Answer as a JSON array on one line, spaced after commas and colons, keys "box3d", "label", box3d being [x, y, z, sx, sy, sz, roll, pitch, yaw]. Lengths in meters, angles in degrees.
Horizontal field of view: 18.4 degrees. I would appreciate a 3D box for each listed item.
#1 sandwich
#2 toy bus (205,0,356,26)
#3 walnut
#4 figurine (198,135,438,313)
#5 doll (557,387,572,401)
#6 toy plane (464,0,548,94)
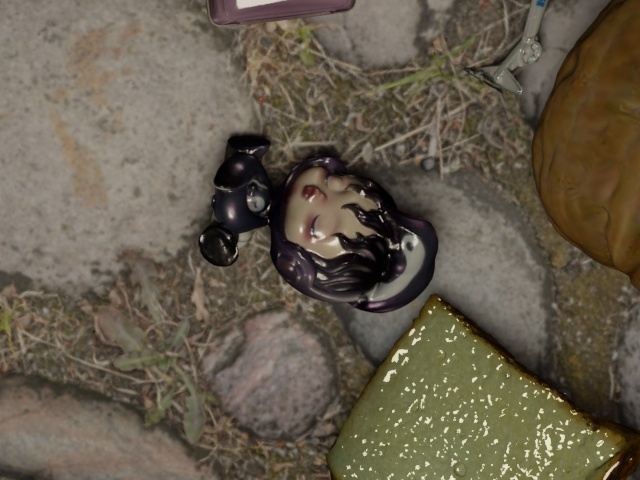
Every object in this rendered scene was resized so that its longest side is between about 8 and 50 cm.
[{"box3d": [0.150, 0.208, 1.865, 0.251, 0.087, 0.226, 36, 94, 24], "label": "sandwich"}, {"box3d": [-0.044, -0.298, 1.783, 0.142, 0.142, 0.202, -7, 100, -4], "label": "toy bus"}, {"box3d": [0.365, -0.106, 1.789, 0.306, 0.306, 0.344, 28, 103, -10], "label": "walnut"}, {"box3d": [0.000, 0.000, 1.854, 0.222, 0.145, 0.145, 17, 98, 1], "label": "figurine"}, {"box3d": [0.193, 0.243, 1.938, 0.102, 0.075, 0.227, 27, 108, 3], "label": "doll"}, {"box3d": [0.226, -0.270, 1.828, 0.107, 0.182, 0.273, -8, 104, -37], "label": "toy plane"}]
